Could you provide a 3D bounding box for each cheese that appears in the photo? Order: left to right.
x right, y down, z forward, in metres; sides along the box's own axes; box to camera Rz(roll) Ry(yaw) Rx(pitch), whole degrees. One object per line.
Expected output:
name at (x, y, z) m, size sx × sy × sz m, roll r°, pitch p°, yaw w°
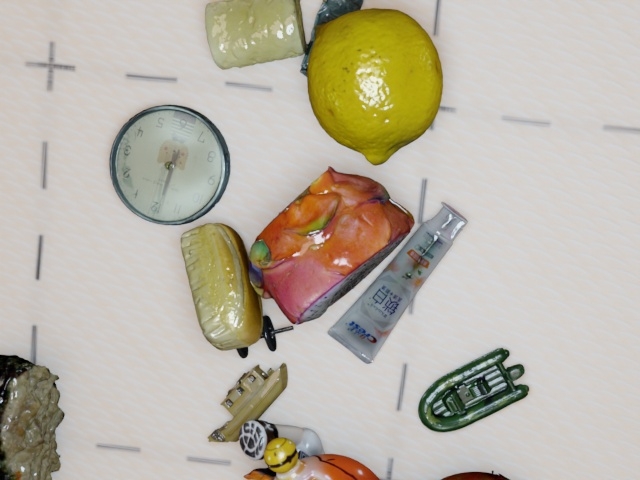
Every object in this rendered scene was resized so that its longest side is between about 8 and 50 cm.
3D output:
cheese at (-0.113, -0.373, 1.520) m, size 0.167 × 0.094 × 0.123 m, roll -7°, pitch 106°, yaw 8°

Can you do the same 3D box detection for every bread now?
bread at (-0.170, 0.077, 1.526) m, size 0.106 × 0.140 × 0.236 m, roll -20°, pitch 68°, yaw 5°

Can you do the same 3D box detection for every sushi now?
sushi at (-0.583, 0.377, 1.586) m, size 0.171 × 0.211 × 0.350 m, roll 6°, pitch 101°, yaw 1°

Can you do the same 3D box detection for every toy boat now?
toy boat at (-0.139, 0.301, 1.603) m, size 0.077 × 0.057 × 0.200 m, roll 42°, pitch 98°, yaw 6°
toy boat at (0.274, 0.277, 1.558) m, size 0.210 × 0.052 × 0.104 m, roll -28°, pitch 94°, yaw 7°

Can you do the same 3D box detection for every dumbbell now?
dumbbell at (-0.121, 0.177, 1.583) m, size 0.147 × 0.069 × 0.069 m, roll -15°, pitch 93°, yaw 7°

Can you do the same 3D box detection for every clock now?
clock at (-0.279, -0.139, 1.583) m, size 0.226 × 0.049 × 0.226 m, roll 0°, pitch 94°, yaw 6°

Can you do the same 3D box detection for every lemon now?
lemon at (0.093, -0.260, 1.445) m, size 0.228 × 0.228 × 0.253 m, roll -16°, pitch 103°, yaw 7°

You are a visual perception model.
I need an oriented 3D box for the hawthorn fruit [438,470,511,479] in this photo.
hawthorn fruit at (0.260, 0.552, 1.460) m, size 0.316 × 0.316 × 0.316 m, roll 1°, pitch 95°, yaw 6°

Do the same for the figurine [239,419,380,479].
figurine at (0.002, 0.452, 1.471) m, size 0.196 × 0.323 × 0.320 m, roll -31°, pitch 127°, yaw -21°

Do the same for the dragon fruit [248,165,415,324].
dragon fruit at (0.000, 0.000, 1.454) m, size 0.290 × 0.290 × 0.189 m, roll -44°, pitch 83°, yaw 8°

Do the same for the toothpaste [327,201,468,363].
toothpaste at (0.144, 0.075, 1.553) m, size 0.100 × 0.066 × 0.323 m, roll 37°, pitch 103°, yaw 2°

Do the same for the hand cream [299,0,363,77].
hand cream at (0.034, -0.397, 1.519) m, size 0.075 × 0.052 × 0.248 m, roll 20°, pitch 93°, yaw -38°
